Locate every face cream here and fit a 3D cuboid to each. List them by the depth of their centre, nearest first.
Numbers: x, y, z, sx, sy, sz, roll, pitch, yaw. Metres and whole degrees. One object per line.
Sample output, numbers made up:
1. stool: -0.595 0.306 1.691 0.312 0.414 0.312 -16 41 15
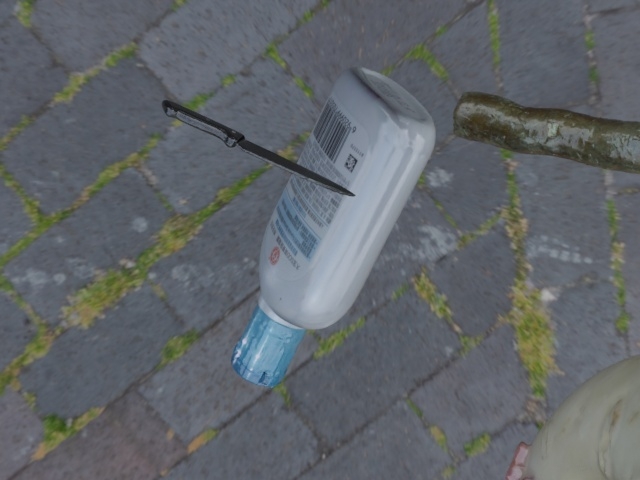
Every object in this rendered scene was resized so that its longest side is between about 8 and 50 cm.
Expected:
1. face cream: 0.000 0.000 1.032 0.080 0.163 0.336 13 114 -29

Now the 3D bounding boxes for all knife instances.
1. knife: -0.049 -0.071 0.813 0.170 0.023 0.010 25 120 -6

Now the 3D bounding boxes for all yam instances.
1. yam: 0.260 -0.113 1.091 0.253 0.061 0.061 16 96 34

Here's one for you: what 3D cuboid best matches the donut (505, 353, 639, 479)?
1. donut: 0.194 0.233 0.612 0.142 0.382 0.382 20 95 -7
